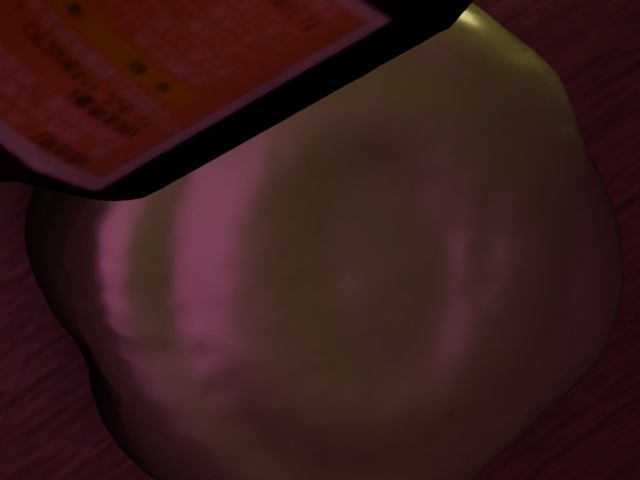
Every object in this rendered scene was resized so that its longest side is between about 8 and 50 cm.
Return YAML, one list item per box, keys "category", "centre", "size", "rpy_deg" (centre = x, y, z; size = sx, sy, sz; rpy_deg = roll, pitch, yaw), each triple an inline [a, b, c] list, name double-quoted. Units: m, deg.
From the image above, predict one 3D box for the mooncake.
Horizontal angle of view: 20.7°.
- category: "mooncake"
  centre: [0.000, 0.000, 0.819]
  size: [0.275, 0.135, 0.275]
  rpy_deg: [-3, 102, -17]

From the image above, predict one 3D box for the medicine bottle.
- category: "medicine bottle"
  centre: [-0.135, -0.103, 0.652]
  size: [0.395, 0.242, 0.242]
  rpy_deg: [-32, 110, 21]
